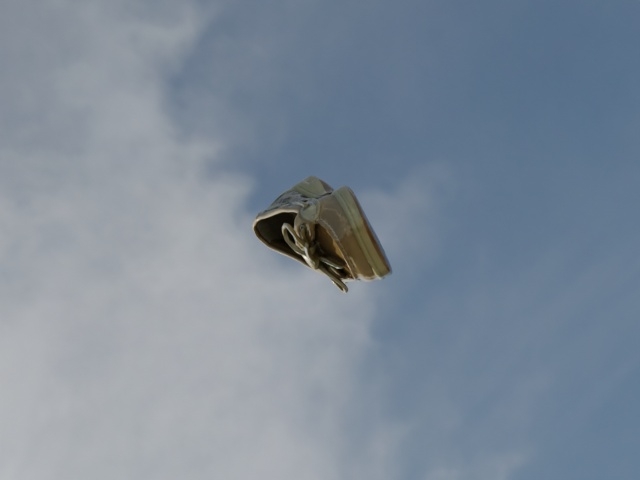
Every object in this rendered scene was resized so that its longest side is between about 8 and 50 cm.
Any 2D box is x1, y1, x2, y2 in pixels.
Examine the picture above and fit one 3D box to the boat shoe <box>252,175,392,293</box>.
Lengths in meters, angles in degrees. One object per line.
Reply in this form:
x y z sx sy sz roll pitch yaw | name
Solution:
0.000 0.000 1.514 0.089 0.285 0.105 -27 -78 -9 | boat shoe
